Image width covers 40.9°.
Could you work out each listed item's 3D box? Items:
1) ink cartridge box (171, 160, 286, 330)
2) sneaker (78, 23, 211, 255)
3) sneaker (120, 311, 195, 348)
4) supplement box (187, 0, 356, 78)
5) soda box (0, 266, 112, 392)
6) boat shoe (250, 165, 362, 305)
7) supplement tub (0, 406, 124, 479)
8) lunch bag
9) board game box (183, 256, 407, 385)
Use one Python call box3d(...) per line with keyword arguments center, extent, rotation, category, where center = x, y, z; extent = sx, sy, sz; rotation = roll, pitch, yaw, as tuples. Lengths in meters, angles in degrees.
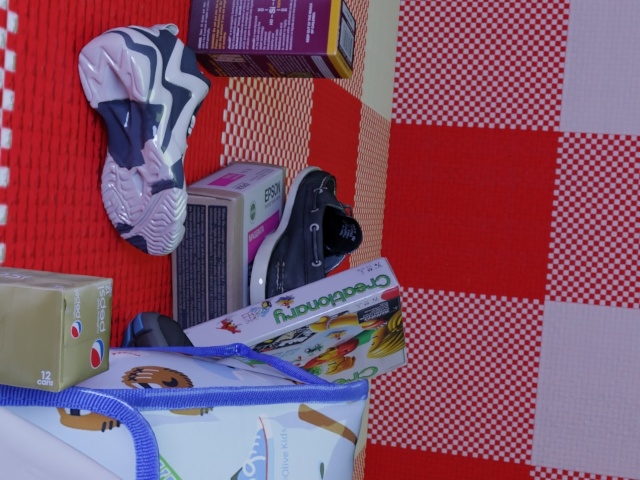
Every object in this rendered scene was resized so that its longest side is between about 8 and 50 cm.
box3d(center=(-0.115, 0.009, 1.144), extent=(0.234, 0.088, 0.193), rotation=(-46, 140, -69), category="ink cartridge box")
box3d(center=(-0.160, -0.114, 0.887), extent=(0.153, 0.094, 0.234), rotation=(-51, 135, -53), category="sneaker")
box3d(center=(-0.096, 0.220, 0.909), extent=(0.140, 0.340, 0.125), rotation=(-21, 165, -41), category="sneaker")
box3d(center=(-0.058, -0.254, 1.068), extent=(0.104, 0.188, 0.080), rotation=(28, 67, -76), category="supplement box")
box3d(center=(-0.217, 0.044, 0.502), extent=(0.061, 0.181, 0.058), rotation=(-18, 112, -77), category="soda box")
box3d(center=(0.000, -0.003, 1.189), extent=(0.340, 0.113, 0.127), rotation=(-62, 153, -62), category="boat shoe")
box3d(center=(-0.203, 0.239, 0.361), extent=(0.316, 0.228, 0.228), rotation=(-57, 160, -10), category="supplement tub")
box3d(center=(-0.164, 0.243, 0.614), extent=(0.386, 0.239, 0.327), rotation=(9, 86, -42), category="lunch bag")
box3d(center=(-0.046, 0.142, 1.056), extent=(0.193, 0.305, 0.053), rotation=(76, -8, -53), category="board game box")
